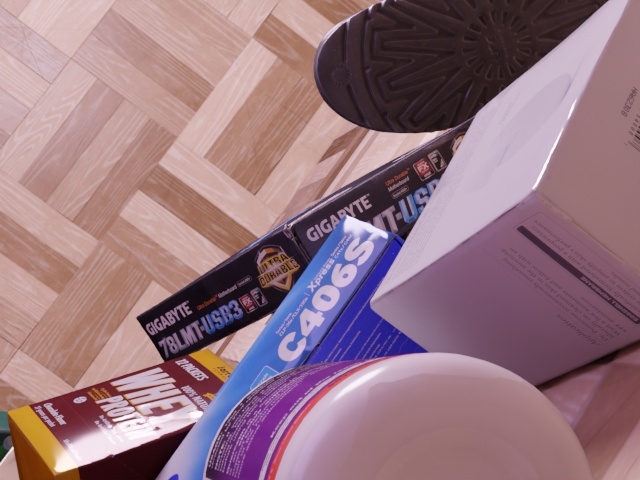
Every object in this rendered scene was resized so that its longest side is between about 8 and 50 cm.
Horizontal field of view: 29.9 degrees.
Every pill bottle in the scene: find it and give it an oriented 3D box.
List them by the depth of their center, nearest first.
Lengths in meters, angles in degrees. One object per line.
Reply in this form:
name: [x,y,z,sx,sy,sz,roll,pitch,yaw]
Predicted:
pill bottle: [0.027,0.165,0.758,0.181,0.181,0.323,-55,8,-14]

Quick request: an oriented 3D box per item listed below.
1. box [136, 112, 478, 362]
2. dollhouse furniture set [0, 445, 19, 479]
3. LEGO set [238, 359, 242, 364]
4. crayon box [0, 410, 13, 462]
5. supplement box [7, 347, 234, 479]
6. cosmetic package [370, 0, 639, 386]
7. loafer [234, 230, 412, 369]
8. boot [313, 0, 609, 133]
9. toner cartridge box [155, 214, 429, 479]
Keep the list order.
box: [0.000,0.000,1.209,0.296,0.073,0.293,-33,1,-39]
dollhouse furniture set: [-0.304,0.362,1.364,0.198,0.303,0.286,-46,11,37]
LEGO set: [-0.126,0.207,1.228,0.182,0.060,0.244,-26,-38,-26]
crayon box: [-0.294,0.320,1.457,0.083,0.323,0.203,19,98,55]
supplement box: [-0.147,0.226,1.050,0.194,0.191,0.129,-16,23,-27]
cosmetic package: [0.181,-0.030,0.872,0.224,0.138,0.225,-58,11,-31]
loafer: [0.001,0.108,1.324,0.366,0.130,0.134,-49,9,23]
boot: [0.141,-0.221,1.446,0.367,0.146,0.445,-13,8,-8]
toner cartridge box: [-0.012,0.167,0.991,0.347,0.165,0.075,-54,37,-10]
